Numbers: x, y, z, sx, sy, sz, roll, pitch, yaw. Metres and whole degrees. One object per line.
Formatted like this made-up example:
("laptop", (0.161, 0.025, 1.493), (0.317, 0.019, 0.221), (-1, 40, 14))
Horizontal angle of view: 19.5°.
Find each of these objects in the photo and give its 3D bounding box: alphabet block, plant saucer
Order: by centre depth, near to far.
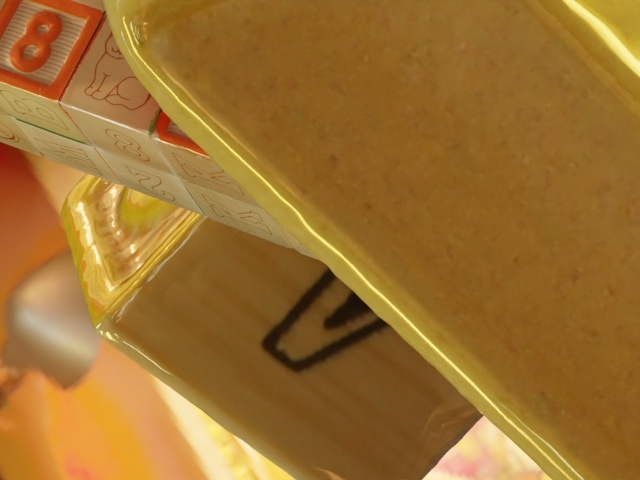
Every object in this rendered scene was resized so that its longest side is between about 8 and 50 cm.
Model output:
("plant saucer", (0.176, -0.019, 0.324), (0.333, 0.333, 0.081), (43, -132, -15))
("alphabet block", (0.000, 0.000, 1.011), (0.197, 0.193, 0.192), (39, -174, -23))

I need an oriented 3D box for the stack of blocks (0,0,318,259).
("stack of blocks", (-0.002, -0.091, 0.763), (0.297, 0.171, 0.087), (21, 165, 20))
